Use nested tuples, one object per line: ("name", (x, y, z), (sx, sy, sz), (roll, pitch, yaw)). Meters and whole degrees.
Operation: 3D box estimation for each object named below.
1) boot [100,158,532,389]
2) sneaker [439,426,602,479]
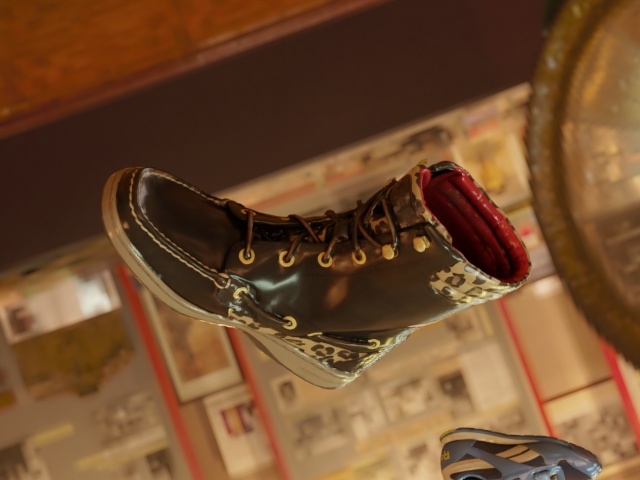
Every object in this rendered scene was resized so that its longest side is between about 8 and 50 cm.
("boot", (0.000, 0.000, 1.694), (0.284, 0.138, 0.377), (-26, 130, 34))
("sneaker", (0.174, 0.203, 1.495), (0.144, 0.059, 0.053), (3, 151, 11))
